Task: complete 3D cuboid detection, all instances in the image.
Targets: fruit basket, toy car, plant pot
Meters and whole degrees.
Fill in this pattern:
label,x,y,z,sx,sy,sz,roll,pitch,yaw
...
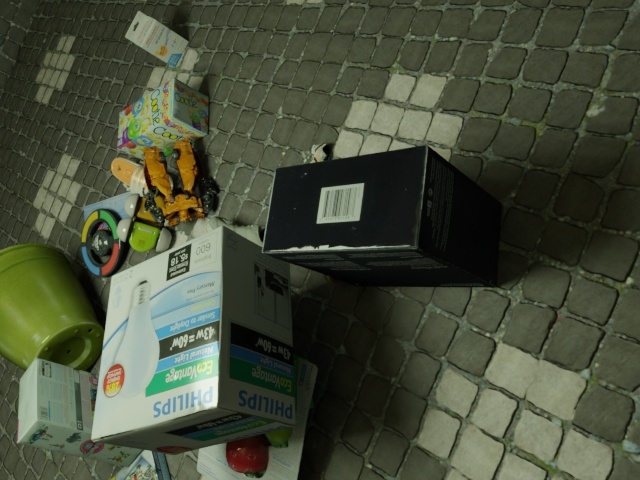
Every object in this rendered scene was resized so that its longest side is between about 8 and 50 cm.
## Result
label,x,y,z,sx,sy,sz,roll,pitch,yaw
fruit basket,-0.147,0.411,1.358,0.326,0.165,0.354,10,96,41
toy car,-0.525,-0.052,1.828,0.136,0.159,0.182,167,118,-74
plant pot,-0.872,0.255,1.882,0.353,0.366,0.367,36,99,29

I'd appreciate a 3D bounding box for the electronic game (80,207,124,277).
label,x,y,z,sx,sy,sz,roll,pitch,yaw
electronic game,-0.726,0.008,1.989,0.229,0.048,0.230,-1,89,37

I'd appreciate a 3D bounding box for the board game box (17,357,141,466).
label,x,y,z,sx,sy,sz,roll,pitch,yaw
board game box,-0.628,0.454,1.583,0.098,0.303,0.224,-50,38,14

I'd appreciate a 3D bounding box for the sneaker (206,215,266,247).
label,x,y,z,sx,sy,sz,roll,pitch,yaw
sneaker,-0.192,-0.004,1.563,0.262,0.099,0.121,40,92,34

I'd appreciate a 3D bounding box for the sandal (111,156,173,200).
label,x,y,z,sx,sy,sz,roll,pitch,yaw
sandal,-0.586,-0.191,1.905,0.265,0.076,0.102,22,108,22

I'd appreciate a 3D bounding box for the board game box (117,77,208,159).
label,x,y,z,sx,sy,sz,roll,pitch,yaw
board game box,-0.501,-0.372,1.902,0.275,0.144,0.142,-19,64,35

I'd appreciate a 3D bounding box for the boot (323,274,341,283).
label,x,y,z,sx,sy,sz,roll,pitch,yaw
boot,0.000,0.000,1.404,0.165,0.077,0.214,-5,67,38

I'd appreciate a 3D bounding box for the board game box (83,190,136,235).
label,x,y,z,sx,sy,sz,roll,pitch,yaw
board game box,-0.706,-0.070,2.021,0.281,0.027,0.145,-11,82,36

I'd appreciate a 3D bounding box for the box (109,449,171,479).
label,x,y,z,sx,sy,sz,roll,pitch,yaw
box,-0.487,0.671,1.589,0.233,0.044,0.159,-44,52,19

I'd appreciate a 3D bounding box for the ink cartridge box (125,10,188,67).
label,x,y,z,sx,sy,sz,roll,pitch,yaw
ink cartridge box,-0.552,-0.680,2.028,0.061,0.181,0.104,37,99,41

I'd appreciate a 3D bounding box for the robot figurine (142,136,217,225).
label,x,y,z,sx,sy,sz,roll,pitch,yaw
robot figurine,-0.423,-0.167,1.770,0.210,0.085,0.291,-15,63,-10

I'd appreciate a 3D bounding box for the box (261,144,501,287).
label,x,y,z,sx,sy,sz,roll,pitch,yaw
box,0.123,-0.025,1.154,0.343,0.312,0.179,-2,73,38

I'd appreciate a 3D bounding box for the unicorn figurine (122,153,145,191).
label,x,y,z,sx,sy,sz,roll,pitch,yaw
unicorn figurine,-0.607,-0.209,1.997,0.111,0.060,0.162,14,100,41

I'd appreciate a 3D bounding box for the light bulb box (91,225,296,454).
label,x,y,z,sx,sy,sz,roll,pitch,yaw
light bulb box,-0.256,0.220,1.239,0.357,0.225,0.361,-23,56,29

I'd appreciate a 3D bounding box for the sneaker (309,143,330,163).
label,x,y,z,sx,sy,sz,roll,pitch,yaw
sneaker,-0.001,-0.196,1.498,0.043,0.040,0.109,-9,69,35
